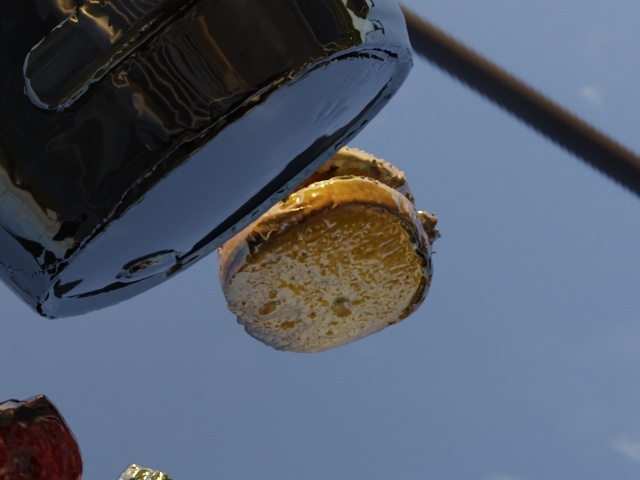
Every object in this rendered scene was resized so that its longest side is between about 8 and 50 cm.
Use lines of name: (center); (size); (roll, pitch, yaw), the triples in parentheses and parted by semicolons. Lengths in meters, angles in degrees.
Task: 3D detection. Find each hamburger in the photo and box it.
hamburger: (0.008, 0.003, 1.180); (0.191, 0.182, 0.118); (-6, -134, -4)

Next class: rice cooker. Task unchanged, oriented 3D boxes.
rice cooker: (-0.099, -0.111, 0.680); (0.267, 0.267, 0.224); (-31, -101, -27)

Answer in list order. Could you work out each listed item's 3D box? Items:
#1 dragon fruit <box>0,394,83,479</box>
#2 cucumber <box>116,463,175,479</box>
dragon fruit: (-0.126, 0.155, 0.527); (0.122, 0.092, 0.192); (9, -107, -62)
cucumber: (-0.153, 0.245, 0.917); (0.062, 0.078, 0.211); (20, -135, 15)
